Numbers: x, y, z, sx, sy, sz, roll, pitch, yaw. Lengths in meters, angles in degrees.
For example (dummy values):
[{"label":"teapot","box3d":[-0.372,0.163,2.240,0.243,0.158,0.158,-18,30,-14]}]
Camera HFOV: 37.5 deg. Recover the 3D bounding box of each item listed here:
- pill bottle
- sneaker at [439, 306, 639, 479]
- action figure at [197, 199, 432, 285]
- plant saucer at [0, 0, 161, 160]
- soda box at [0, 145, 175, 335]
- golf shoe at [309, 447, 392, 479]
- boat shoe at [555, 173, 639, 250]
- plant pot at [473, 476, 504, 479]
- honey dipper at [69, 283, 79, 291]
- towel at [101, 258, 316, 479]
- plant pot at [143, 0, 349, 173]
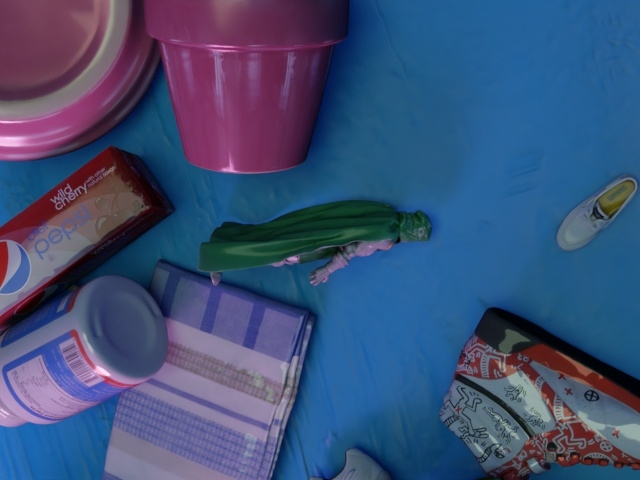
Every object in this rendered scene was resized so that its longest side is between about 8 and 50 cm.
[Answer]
[{"label":"pill bottle","box3d":[-0.286,0.132,1.050,0.221,0.124,0.124,-26,86,32]},{"label":"sneaker","box3d":[0.248,0.190,0.916,0.270,0.090,0.145,30,103,17]},{"label":"action figure","box3d":[0.000,0.000,0.978,0.232,0.137,0.064,-8,114,9]},{"label":"plant saucer","box3d":[-0.327,-0.250,0.994,0.331,0.084,0.332,-1,96,-11]},{"label":"soda box","box3d":[-0.298,0.006,1.048,0.263,0.092,0.083,-35,84,6]},{"label":"golf shoe","box3d":[0.007,0.300,1.020,0.176,0.069,0.086,-45,63,9]},{"label":"boat shoe","box3d":[0.271,-0.027,0.921,0.100,0.035,0.035,-41,82,15]},{"label":"plant pot","box3d":[0.138,0.420,0.837,0.366,0.366,0.353,-31,78,17]},{"label":"honey dipper","box3d":[-0.300,0.047,1.110,0.160,0.030,0.030,39,104,7]},{"label":"towel","box3d":[-0.130,0.185,1.062,0.209,0.034,0.285,17,96,18]},{"label":"plant pot","box3d":[-0.074,-0.171,0.948,0.201,0.201,0.180,9,111,17]}]
